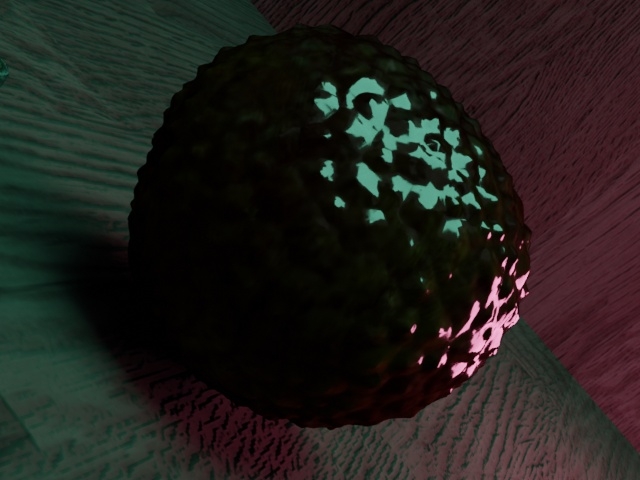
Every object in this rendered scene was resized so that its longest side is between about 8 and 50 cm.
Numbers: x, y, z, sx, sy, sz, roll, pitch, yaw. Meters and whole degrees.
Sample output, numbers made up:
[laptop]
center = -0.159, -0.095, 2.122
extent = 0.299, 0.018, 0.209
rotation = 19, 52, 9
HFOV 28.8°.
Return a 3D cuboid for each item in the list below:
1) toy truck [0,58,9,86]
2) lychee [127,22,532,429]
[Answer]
[toy truck]
center = -0.218, -0.065, 0.544
extent = 0.116, 0.085, 0.191
rotation = 40, 14, -16
[lychee]
center = 0.000, 0.000, 0.781
extent = 0.260, 0.260, 0.260
rotation = 46, 11, -11
